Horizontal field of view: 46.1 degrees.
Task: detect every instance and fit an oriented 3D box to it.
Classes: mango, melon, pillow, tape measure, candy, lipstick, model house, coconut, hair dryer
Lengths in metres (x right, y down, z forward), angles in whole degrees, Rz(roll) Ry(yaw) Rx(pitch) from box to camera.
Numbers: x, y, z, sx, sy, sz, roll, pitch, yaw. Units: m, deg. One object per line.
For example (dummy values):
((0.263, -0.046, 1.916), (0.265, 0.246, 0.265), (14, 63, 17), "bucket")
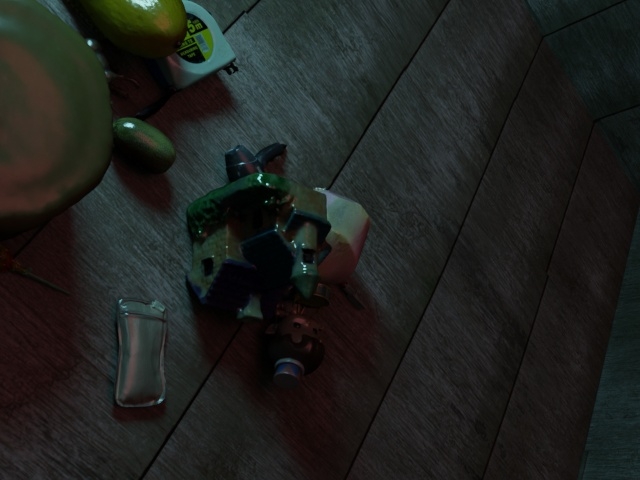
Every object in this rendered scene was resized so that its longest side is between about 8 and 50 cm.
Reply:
((-0.426, -0.542, 1.674), (0.195, 0.142, 0.331), (-34, 82, -26), "mango")
((-0.399, -0.215, 1.689), (0.162, 0.099, 0.099), (37, 54, -29), "melon")
((-0.382, 0.238, 1.606), (0.131, 0.038, 0.232), (14, 68, -45), "pillow")
((-0.370, -0.435, 1.794), (0.351, 0.098, 0.215), (-41, 108, -41), "tape measure")
((-0.574, 0.065, 1.472), (0.201, 0.060, 0.060), (37, 53, -42), "candy")
((0.084, 0.143, 2.106), (0.129, 0.030, 0.030), (46, 50, -25), "lipstick")
((-0.141, 0.036, 1.717), (0.245, 0.312, 0.280), (20, 62, -43), "model house")
((0.000, 0.000, 1.946), (0.233, 0.233, 0.245), (50, 41, -21), "coconut")
((-0.129, -0.181, 1.968), (0.271, 0.091, 0.235), (-52, 123, -45), "hair dryer")

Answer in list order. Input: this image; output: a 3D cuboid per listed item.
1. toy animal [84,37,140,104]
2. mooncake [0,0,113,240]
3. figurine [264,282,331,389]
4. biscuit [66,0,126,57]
((-0.497, -0.345, 1.651), (0.186, 0.094, 0.214), (-6, 74, -50), "toy animal")
((-0.618, -0.224, 1.357), (0.467, 0.262, 0.467), (12, 72, -40), "mooncake")
((-0.054, 0.232, 1.847), (0.161, 0.158, 0.275), (19, 64, -30), "figurine")
((-0.503, -0.542, 1.749), (0.203, 0.016, 0.144), (44, 51, -25), "biscuit")
